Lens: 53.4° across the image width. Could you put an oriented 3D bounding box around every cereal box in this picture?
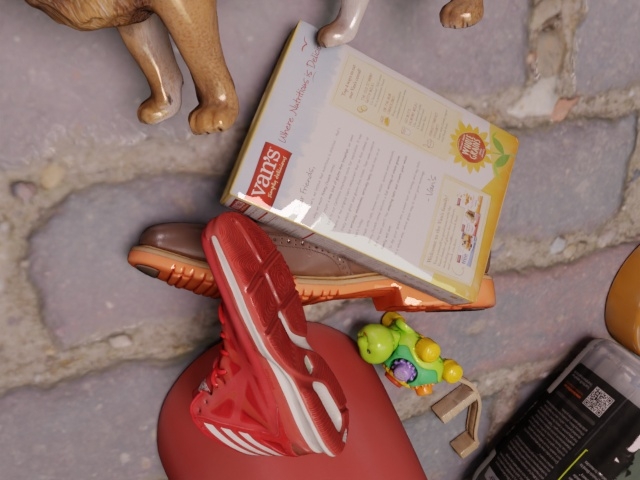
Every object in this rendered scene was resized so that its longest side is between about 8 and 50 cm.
[{"bbox_3d":[0.052,-0.064,0.569,0.240,0.047,0.172,25,74,-15],"label":"cereal box"}]

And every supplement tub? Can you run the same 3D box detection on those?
[{"bbox_3d":[0.353,0.319,0.867,0.207,0.207,0.338,37,96,-33],"label":"supplement tub"}]

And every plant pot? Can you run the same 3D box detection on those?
[{"bbox_3d":[-0.013,0.257,0.653,0.275,0.243,0.274,-10,118,-19],"label":"plant pot"},{"bbox_3d":[0.532,0.104,0.854,0.205,0.188,0.205,-10,117,-20],"label":"plant pot"}]

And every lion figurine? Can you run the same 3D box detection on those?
[{"bbox_3d":[-0.047,-0.220,0.416,0.392,0.142,0.240,-32,124,-27],"label":"lion figurine"}]

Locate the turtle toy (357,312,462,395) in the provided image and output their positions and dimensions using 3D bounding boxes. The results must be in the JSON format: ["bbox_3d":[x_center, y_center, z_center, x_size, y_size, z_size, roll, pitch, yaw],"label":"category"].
[{"bbox_3d":[0.093,0.129,0.724,0.066,0.095,0.130,-49,123,-3],"label":"turtle toy"}]

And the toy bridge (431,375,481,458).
[{"bbox_3d":[0.179,0.214,0.847,0.063,0.026,0.188,-34,123,-9],"label":"toy bridge"}]

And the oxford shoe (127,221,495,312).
[{"bbox_3d":[0.000,0.000,0.632,0.364,0.130,0.132,5,80,-20],"label":"oxford shoe"}]

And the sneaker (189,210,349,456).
[{"bbox_3d":[-0.074,0.093,0.518,0.128,0.087,0.221,-18,103,21],"label":"sneaker"}]
